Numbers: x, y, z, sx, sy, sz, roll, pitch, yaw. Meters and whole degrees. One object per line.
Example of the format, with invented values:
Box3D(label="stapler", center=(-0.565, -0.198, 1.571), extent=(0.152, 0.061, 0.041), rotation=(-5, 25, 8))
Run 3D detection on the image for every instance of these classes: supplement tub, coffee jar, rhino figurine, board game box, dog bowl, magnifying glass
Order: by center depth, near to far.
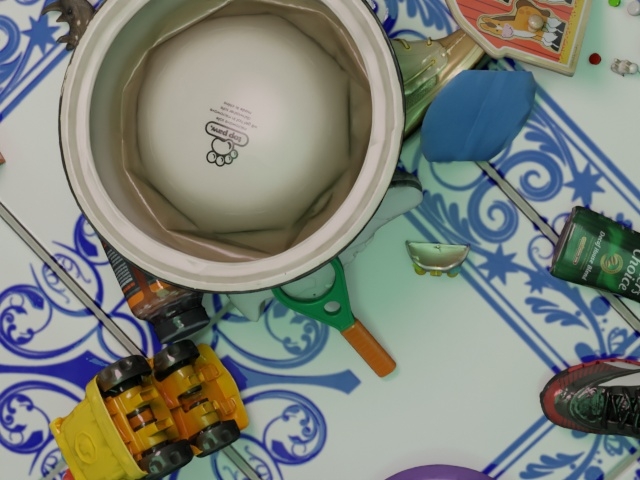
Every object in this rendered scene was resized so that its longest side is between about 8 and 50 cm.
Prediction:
Box3D(label="dog bowl", center=(-0.093, -0.139, 1.813), extent=(0.407, 0.150, 0.408), rotation=(0, 87, 10))
Box3D(label="board game box", center=(0.186, -0.161, 1.900), extent=(0.033, 0.168, 0.133), rotation=(51, 132, 40))
Box3D(label="coffee jar", center=(0.385, 0.030, 1.912), extent=(0.184, 0.079, 0.096), rotation=(20, 96, 3))
Box3D(label="magnifying glass", center=(0.020, 0.088, 1.932), extent=(0.092, 0.026, 0.231), rotation=(-33, 116, 14))
Box3D(label="supplement tub", center=(-0.211, 0.029, 1.944), extent=(0.106, 0.106, 0.198), rotation=(-25, 81, 7))
Box3D(label="rhino figurine", center=(-0.243, -0.260, 1.954), extent=(0.243, 0.073, 0.106), rotation=(15, 93, 6))

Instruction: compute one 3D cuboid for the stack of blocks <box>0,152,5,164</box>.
Box3D(label="stack of blocks", center=(-0.562, -0.186, 1.984), extent=(0.171, 0.087, 0.297), rotation=(-30, 91, 7))

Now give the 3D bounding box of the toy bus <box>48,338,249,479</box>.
Box3D(label="toy bus", center=(-0.233, 0.244, 1.955), extent=(0.211, 0.220, 0.149), rotation=(-38, 76, 37))

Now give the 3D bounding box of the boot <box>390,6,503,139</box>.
Box3D(label="boot", center=(0.086, -0.248, 1.915), extent=(0.203, 0.095, 0.262), rotation=(45, 100, 2))

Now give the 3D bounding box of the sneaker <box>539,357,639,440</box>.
Box3D(label="sneaker", center=(0.410, 0.205, 1.897), extent=(0.276, 0.135, 0.098), rotation=(3, 97, 7))

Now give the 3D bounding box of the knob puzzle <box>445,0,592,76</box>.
Box3D(label="knob puzzle", center=(0.236, -0.303, 1.871), extent=(0.213, 0.030, 0.213), rotation=(4, 63, -8))

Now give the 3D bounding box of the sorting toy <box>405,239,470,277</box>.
Box3D(label="sorting toy", center=(0.146, 0.027, 1.937), extent=(0.083, 0.075, 0.045), rotation=(4, 95, 6))

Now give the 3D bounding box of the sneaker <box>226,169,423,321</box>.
Box3D(label="sneaker", center=(0.000, 0.000, 1.949), extent=(0.297, 0.111, 0.129), rotation=(-24, 104, 14))

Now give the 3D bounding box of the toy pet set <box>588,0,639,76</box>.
Box3D(label="toy pet set", center=(0.412, -0.257, 1.907), extent=(0.114, 0.065, 0.122), rotation=(22, 95, 39))

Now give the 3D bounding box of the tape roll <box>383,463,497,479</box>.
Box3D(label="tape roll", center=(0.154, 0.429, 1.964), extent=(0.274, 0.090, 0.275), rotation=(1, 96, 6))
